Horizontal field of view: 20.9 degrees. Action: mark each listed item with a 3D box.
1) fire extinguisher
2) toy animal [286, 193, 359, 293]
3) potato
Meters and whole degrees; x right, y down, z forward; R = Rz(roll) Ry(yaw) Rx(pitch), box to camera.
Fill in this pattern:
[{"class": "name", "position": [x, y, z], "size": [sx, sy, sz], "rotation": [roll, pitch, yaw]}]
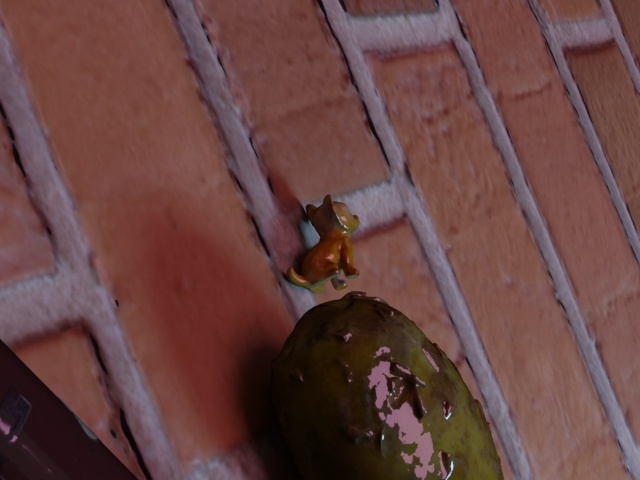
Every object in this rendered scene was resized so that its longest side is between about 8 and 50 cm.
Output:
[{"class": "fire extinguisher", "position": [-0.182, 0.125, 0.981], "size": [0.337, 0.135, 0.114], "rotation": [49, 28, -26]}, {"class": "toy animal", "position": [0.000, 0.000, 1.461], "size": [0.081, 0.060, 0.083], "rotation": [-6, 71, -22]}, {"class": "potato", "position": [0.068, 0.175, 1.348], "size": [0.298, 0.141, 0.176], "rotation": [55, 40, -19]}]
